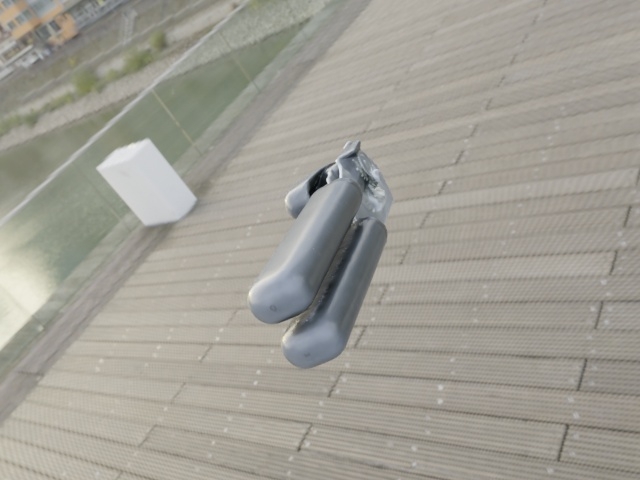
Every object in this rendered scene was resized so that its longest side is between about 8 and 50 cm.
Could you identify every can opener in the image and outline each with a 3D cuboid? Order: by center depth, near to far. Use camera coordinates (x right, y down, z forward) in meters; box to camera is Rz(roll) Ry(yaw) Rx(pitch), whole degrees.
[{"bbox_3d":[0.000,0.000,0.529,0.095,0.076,0.283,-26,17,27],"label":"can opener"}]
